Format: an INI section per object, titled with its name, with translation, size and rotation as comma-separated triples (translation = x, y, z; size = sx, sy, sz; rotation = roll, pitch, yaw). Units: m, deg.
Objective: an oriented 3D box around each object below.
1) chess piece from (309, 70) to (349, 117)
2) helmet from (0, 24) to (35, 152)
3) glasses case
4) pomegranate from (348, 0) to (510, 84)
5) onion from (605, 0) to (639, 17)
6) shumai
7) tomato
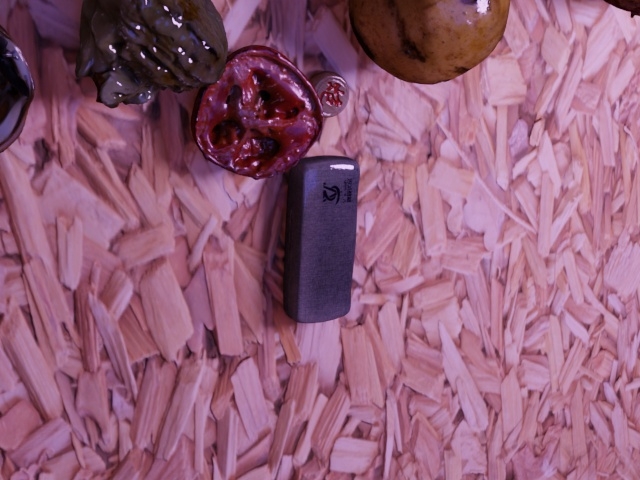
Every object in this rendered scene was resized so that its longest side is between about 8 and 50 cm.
[chess piece]
translation = 0.012, -0.264, 1.642
size = 0.083, 0.038, 0.084
rotation = -10, 112, -26
[helmet]
translation = -0.523, -0.239, 1.311
size = 0.198, 0.130, 0.224
rotation = -15, 129, -18
[glasses case]
translation = 0.000, 0.000, 1.715
size = 0.131, 0.074, 0.323
rotation = -7, 112, -27
[pomegranate]
translation = 0.187, -0.407, 1.551
size = 0.281, 0.281, 0.281
rotation = -10, 113, -25
[onion]
translation = 0.646, -0.612, 1.672
size = 0.348, 0.348, 0.385
rotation = -16, 118, -22
[shumai]
translation = -0.281, -0.320, 1.407
size = 0.218, 0.189, 0.256
rotation = -37, 125, 15
[tomato]
translation = -0.118, -0.224, 1.556
size = 0.228, 0.101, 0.228
rotation = -7, 112, -17
